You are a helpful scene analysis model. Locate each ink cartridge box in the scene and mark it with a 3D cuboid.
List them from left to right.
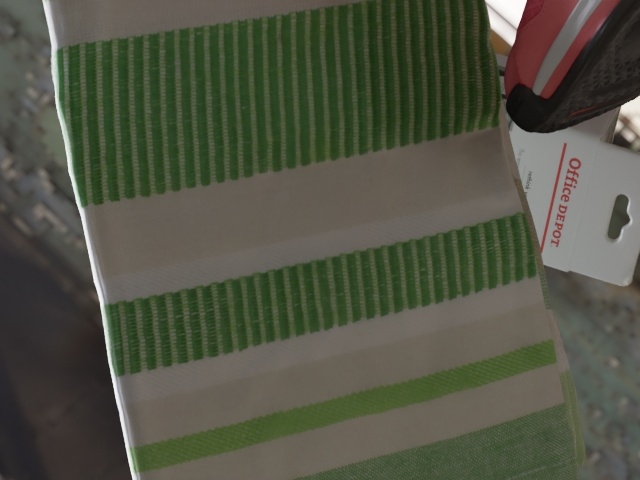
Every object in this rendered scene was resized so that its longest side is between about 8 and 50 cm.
[{"bbox_3d":[0.119,-0.050,1.062,0.060,0.180,0.104,-57,-20,-48],"label":"ink cartridge box"}]

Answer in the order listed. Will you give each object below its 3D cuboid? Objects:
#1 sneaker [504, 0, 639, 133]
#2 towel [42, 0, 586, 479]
[{"bbox_3d":[0.151,-0.188,0.807,0.116,0.136,0.314,-17,-34,-34],"label":"sneaker"},{"bbox_3d":[0.000,0.000,0.884,0.248,0.324,0.038,-12,-1,-23],"label":"towel"}]
